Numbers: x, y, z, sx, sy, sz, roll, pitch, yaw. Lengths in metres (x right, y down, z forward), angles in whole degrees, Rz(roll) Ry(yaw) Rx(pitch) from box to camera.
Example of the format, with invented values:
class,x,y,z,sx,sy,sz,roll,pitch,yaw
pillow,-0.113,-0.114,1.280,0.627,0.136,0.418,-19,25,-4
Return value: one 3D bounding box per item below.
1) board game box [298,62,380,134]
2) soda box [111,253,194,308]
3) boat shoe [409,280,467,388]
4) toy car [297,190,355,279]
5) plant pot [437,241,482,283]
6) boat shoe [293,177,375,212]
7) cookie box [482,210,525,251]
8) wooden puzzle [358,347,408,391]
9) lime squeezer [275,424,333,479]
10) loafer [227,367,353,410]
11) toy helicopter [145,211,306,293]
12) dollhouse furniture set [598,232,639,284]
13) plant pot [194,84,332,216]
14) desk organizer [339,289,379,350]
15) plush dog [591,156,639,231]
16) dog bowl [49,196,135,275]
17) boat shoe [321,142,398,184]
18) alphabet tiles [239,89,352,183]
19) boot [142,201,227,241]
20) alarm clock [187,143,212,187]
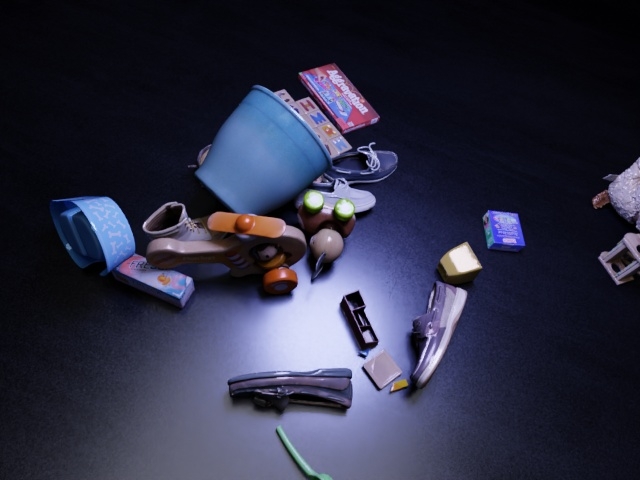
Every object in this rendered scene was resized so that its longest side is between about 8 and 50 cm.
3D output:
class,x,y,z,sx,sy,sz,roll,pitch,yaw
board game box,0.057,-0.469,1.490,0.145,0.027,0.281,-24,65,-23
soda box,-0.388,0.088,1.054,0.183,0.063,0.058,22,58,5
boat shoe,0.258,0.210,1.065,0.092,0.103,0.285,26,54,13
toy car,0.000,0.000,1.131,0.148,0.155,0.189,14,70,0
plant pot,0.351,0.067,1.179,0.083,0.081,0.082,-18,63,-7
boat shoe,0.042,-0.125,1.232,0.227,0.081,0.079,-1,33,-8
cookie box,0.513,-0.026,1.281,0.091,0.040,0.107,6,58,-5
wooden puzzle,0.142,0.295,1.043,0.078,0.014,0.116,-20,64,-25
lime squeezer,0.038,0.471,0.892,0.310,0.059,0.110,21,58,5
loafer,-0.058,0.317,0.952,0.267,0.096,0.084,-1,65,-12
toy helicopter,-0.205,0.017,1.020,0.354,0.235,0.140,-2,59,-13
dollhouse furniture set,0.890,0.019,1.230,0.160,0.182,0.101,-13,61,-16
plant pot,-0.154,-0.183,1.109,0.271,0.272,0.255,41,83,16
desk organizer,0.094,0.187,1.078,0.047,0.050,0.130,-16,63,-18
plush dog,0.947,-0.092,1.310,0.210,0.262,0.226,-30,51,12
dog bowl,-0.501,-0.021,1.001,0.297,0.166,0.074,6,27,46
boat shoe,0.122,-0.222,1.308,0.254,0.079,0.095,-11,63,-22
alphabet tiles,-0.077,-0.308,1.350,0.285,0.011,0.343,-29,73,-30
boot,-0.308,-0.037,1.083,0.213,0.165,0.077,-31,68,-23
alarm clock,-0.257,-0.213,1.260,0.129,0.064,0.192,41,61,14
